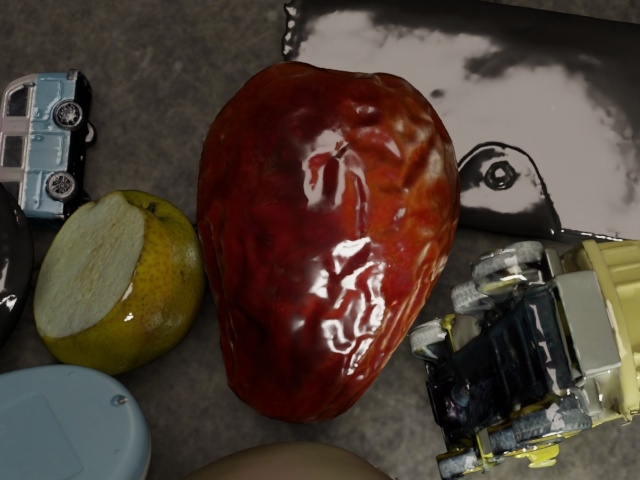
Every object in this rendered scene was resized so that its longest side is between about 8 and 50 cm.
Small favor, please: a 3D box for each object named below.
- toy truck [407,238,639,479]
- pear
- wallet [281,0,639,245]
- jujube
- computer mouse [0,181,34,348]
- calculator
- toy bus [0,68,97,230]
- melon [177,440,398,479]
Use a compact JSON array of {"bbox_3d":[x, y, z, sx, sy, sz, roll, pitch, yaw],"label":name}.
[{"bbox_3d":[0.164,0.080,0.839,0.157,0.272,0.124,-9,74,-12],"label":"toy truck"},{"bbox_3d":[-0.138,0.037,0.914,0.104,0.141,0.141,28,71,-39],"label":"pear"},{"bbox_3d":[0.146,-0.101,0.994,0.377,0.051,0.197,10,77,2],"label":"wallet"},{"bbox_3d":[0.000,0.000,0.892,0.190,0.190,0.255,11,108,1],"label":"jujube"},{"bbox_3d":[-0.324,0.056,0.911,0.269,0.100,0.170,-39,68,-3],"label":"computer mouse"},{"bbox_3d":[-0.253,0.178,0.797,0.302,0.042,0.188,-26,44,-18],"label":"calculator"},{"bbox_3d":[-0.219,-0.071,0.970,0.075,0.060,0.123,2,78,2],"label":"toy bus"},{"bbox_3d":[-0.058,0.264,0.808,0.317,0.223,0.223,-35,79,-9],"label":"melon"}]
